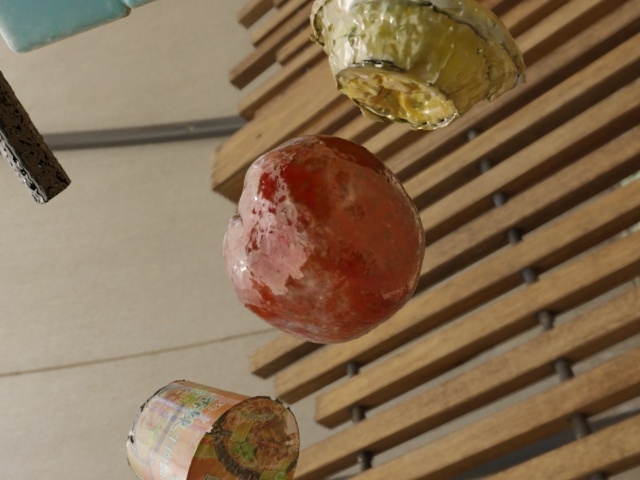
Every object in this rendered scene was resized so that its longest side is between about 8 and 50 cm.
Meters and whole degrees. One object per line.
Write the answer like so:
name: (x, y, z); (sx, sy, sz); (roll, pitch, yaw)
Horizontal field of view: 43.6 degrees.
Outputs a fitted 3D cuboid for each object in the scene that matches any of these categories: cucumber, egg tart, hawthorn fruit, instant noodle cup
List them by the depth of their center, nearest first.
cucumber: (-0.370, -0.144, 0.938); (0.215, 0.052, 0.058); (63, 172, -21)
hawthorn fruit: (0.000, 0.000, 1.062); (0.284, 0.284, 0.284); (40, -149, -31)
egg tart: (0.122, -0.239, 1.099); (0.315, 0.314, 0.120); (31, -108, -42)
instant noodle cup: (-0.171, 0.322, 1.220); (0.230, 0.182, 0.230); (-14, -70, -45)

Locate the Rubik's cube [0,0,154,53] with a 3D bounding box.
Rubik's cube: (-0.162, -0.393, 0.643); (0.319, 0.315, 0.322); (-101, -8, -52)
